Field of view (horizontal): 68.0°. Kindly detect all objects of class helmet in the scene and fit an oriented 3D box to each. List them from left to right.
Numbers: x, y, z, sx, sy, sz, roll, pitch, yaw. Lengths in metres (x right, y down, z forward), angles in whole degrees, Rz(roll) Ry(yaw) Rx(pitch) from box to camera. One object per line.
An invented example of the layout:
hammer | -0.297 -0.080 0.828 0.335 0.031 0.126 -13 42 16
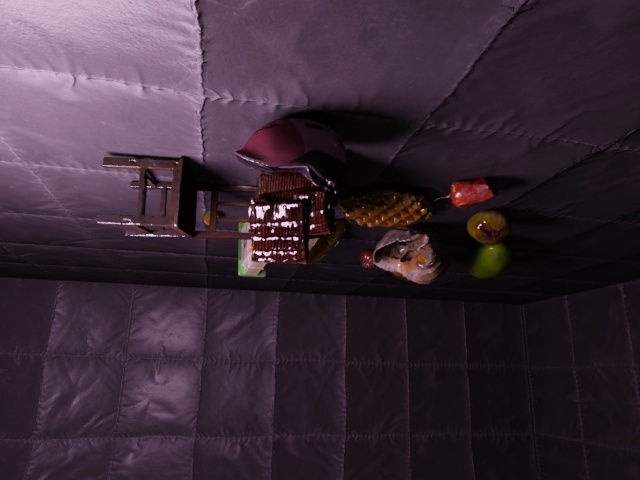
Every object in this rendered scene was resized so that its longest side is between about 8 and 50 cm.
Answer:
helmet | -0.055 -0.213 1.103 0.253 0.154 0.198 23 180 -9

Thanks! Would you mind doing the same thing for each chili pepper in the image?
chili pepper | 0.434 -0.141 1.441 0.192 0.084 0.086 -13 143 27

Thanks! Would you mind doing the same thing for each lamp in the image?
lamp | 0.232 0.089 2.254 0.101 0.090 0.101 37 161 15

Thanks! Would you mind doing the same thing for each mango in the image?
mango | 0.729 0.073 2.055 0.192 0.155 0.343 -10 159 6

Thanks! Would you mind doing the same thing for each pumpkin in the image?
pumpkin | -0.012 -0.014 1.843 0.110 0.217 0.217 37 174 18

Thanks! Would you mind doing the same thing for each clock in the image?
clock | -0.217 -0.010 1.724 0.106 0.219 0.255 6 156 -22

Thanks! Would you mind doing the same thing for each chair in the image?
chair | -0.386 -0.112 1.386 0.416 0.203 0.240 1 167 -2

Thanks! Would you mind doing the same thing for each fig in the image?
fig | 0.597 -0.048 1.685 0.153 0.120 0.136 14 133 27

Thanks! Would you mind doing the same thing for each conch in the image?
conch | 0.353 0.025 1.854 0.297 0.210 0.352 0 144 6

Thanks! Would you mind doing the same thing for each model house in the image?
model house | -0.055 -0.066 1.367 0.317 0.282 0.297 -3 163 15

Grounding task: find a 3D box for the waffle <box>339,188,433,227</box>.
waffle | 0.220 -0.104 1.613 0.302 0.068 0.325 -6 161 24

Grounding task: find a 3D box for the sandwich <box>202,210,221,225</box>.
sandwich | -0.412 -0.085 1.788 0.067 0.029 0.135 1 164 -21

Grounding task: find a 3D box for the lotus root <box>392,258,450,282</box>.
lotus root | 0.425 0.090 2.116 0.291 0.193 0.193 1 165 -22
